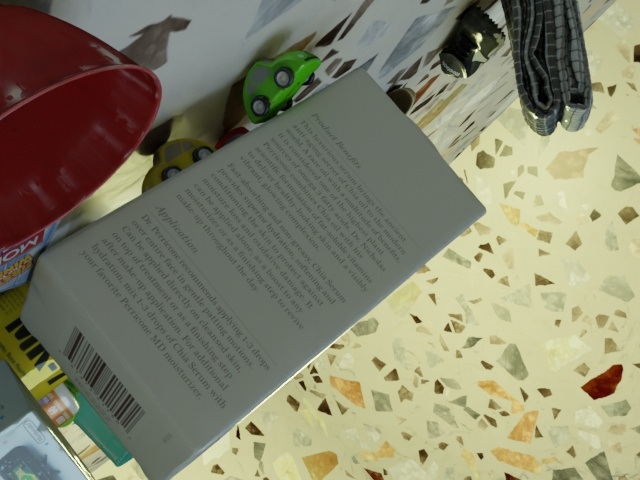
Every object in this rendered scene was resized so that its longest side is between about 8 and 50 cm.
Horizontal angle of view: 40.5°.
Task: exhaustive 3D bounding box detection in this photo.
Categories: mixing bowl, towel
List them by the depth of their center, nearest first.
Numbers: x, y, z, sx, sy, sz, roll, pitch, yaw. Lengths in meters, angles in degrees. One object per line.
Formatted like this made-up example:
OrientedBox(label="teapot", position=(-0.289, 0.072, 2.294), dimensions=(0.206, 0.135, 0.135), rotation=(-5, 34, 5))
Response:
OrientedBox(label="mixing bowl", position=(-0.201, -0.078, 0.538), dimensions=(0.181, 0.098, 0.181), rotation=(-41, 172, -7))
OrientedBox(label="towel", position=(0.362, -0.320, 1.404), dimensions=(0.121, 0.284, 0.235), rotation=(-9, 176, 16))

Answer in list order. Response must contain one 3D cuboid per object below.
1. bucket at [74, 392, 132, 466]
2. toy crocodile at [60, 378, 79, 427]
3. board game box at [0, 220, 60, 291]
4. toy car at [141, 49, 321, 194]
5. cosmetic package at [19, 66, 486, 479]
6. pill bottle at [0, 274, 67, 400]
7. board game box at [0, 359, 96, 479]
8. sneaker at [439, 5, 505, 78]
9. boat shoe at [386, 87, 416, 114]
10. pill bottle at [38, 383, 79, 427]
OrientedBox(label="bucket", position=(-0.327, 0.264, 1.578), dimensions=(0.281, 0.183, 0.281), rotation=(-39, 173, -6))
OrientedBox(label="toy crocodile", position=(-0.355, 0.178, 1.275), dimensions=(0.340, 0.105, 0.115), rotation=(-40, -165, 32))
OrientedBox(label="board game box", position=(-0.290, 0.002, 0.704), dimensions=(0.194, 0.060, 0.194), rotation=(-36, 171, -33))
OrientedBox(label="toy car", position=(-0.087, -0.136, 0.965), dimensions=(0.225, 0.053, 0.239), rotation=(-45, 172, 28))
OrientedBox(label="cosmetic package", position=(-0.057, 0.021, 0.929), dimensions=(0.453, 0.230, 0.161), rotation=(-36, 173, -35))
OrientedBox(label="pill bottle", position=(-0.299, 0.093, 0.966), dimensions=(0.208, 0.119, 0.119), rotation=(-39, 173, -18))
OrientedBox(label="board game box", position=(-0.387, 0.293, 0.866), dimensions=(0.303, 0.097, 0.224), rotation=(-34, 135, -17))
OrientedBox(label="sneaker", position=(0.253, -0.326, 1.486), dimensions=(0.106, 0.078, 0.234), rotation=(-44, 175, 5))
OrientedBox(label="boat shoe", position=(0.133, -0.238, 1.528), dimensions=(0.045, 0.050, 0.135), rotation=(-41, -176, -28))
OrientedBox(label="pill bottle", position=(-0.437, 0.243, 1.134), dimensions=(0.216, 0.121, 0.121), rotation=(-39, 173, -19))
